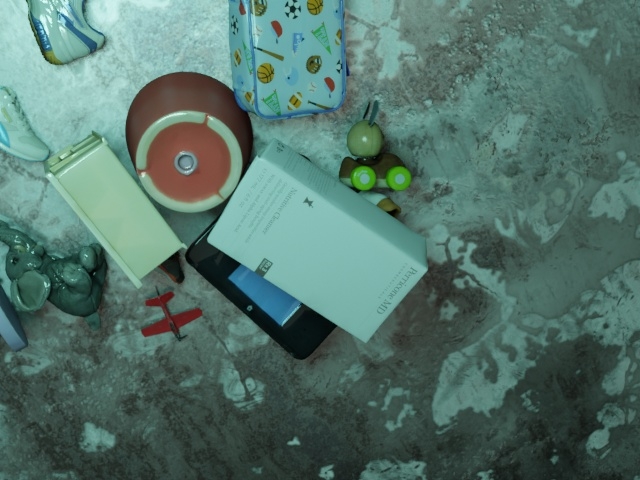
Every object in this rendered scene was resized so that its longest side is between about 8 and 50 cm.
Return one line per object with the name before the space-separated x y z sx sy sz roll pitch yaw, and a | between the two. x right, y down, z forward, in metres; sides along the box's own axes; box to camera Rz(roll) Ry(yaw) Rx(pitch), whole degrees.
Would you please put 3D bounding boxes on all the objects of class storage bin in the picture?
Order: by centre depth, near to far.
storage bin | -0.410 -0.072 1.358 0.123 0.260 0.262 -39 113 -11

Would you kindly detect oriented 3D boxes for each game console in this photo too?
game console | -0.056 0.034 1.539 0.386 0.060 0.342 45 80 -22

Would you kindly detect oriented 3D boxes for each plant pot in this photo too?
plant pot | -0.260 -0.182 1.364 0.274 0.243 0.275 -3 111 -9

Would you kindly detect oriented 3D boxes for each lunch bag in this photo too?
lunch bag | -0.056 -0.390 1.378 0.243 0.115 0.304 -14 116 -28

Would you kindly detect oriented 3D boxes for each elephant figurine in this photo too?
elephant figurine | -0.590 0.072 1.466 0.239 0.186 0.169 3 154 -1

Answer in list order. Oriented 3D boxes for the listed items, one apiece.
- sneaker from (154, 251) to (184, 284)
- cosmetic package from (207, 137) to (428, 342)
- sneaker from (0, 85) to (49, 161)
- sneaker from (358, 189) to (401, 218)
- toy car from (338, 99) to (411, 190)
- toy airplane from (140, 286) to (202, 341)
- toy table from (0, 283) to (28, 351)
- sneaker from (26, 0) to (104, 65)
sneaker | -0.325 0.049 1.506 0.061 0.158 0.065 38 83 20
cosmetic package | 0.000 0.000 1.367 0.384 0.156 0.217 32 113 -5
sneaker | -0.626 -0.246 1.356 0.092 0.087 0.228 -45 114 6
sneaker | 0.093 0.041 1.491 0.105 0.123 0.290 6 105 -43
toy car | 0.115 -0.206 1.487 0.148 0.155 0.189 -1 98 -11
toy airplane | -0.352 0.173 1.598 0.151 0.028 0.151 -4 111 -11
toy table | -0.738 0.136 1.409 0.160 0.252 0.274 -25 103 -17
sneaker | -0.503 -0.488 1.291 0.130 0.112 0.297 -23 116 -20
